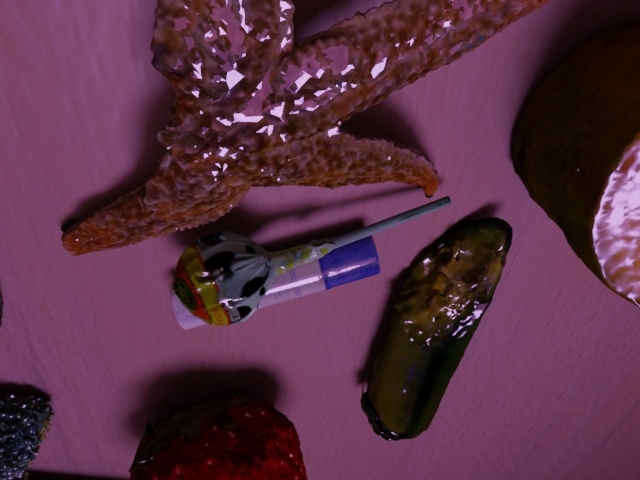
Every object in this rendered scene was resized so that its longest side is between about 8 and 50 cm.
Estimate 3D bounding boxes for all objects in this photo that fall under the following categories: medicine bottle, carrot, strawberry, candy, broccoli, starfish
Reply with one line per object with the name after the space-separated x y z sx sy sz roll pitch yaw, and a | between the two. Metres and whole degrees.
-0.050 0.043 0.562 0.230 0.059 0.059 -15 135 -3 | medicine bottle
0.327 -0.060 0.426 0.241 0.341 0.242 -2 119 -3 | carrot
-0.128 0.361 0.686 0.257 0.257 0.277 -18 92 -1 | strawberry
0.000 0.000 0.509 0.305 0.083 0.091 -21 98 -11 | candy
-0.445 0.274 0.620 0.219 0.194 0.194 -30 138 -22 | broccoli
-0.028 -0.116 0.387 0.383 0.132 0.398 -5 137 -19 | starfish

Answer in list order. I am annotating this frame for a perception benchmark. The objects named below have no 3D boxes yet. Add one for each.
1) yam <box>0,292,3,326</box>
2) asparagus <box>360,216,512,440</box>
-0.423 0.068 0.413 0.254 0.154 0.154 13 127 -26 | yam
0.146 0.133 0.679 0.128 0.108 0.382 -1 130 -14 | asparagus
